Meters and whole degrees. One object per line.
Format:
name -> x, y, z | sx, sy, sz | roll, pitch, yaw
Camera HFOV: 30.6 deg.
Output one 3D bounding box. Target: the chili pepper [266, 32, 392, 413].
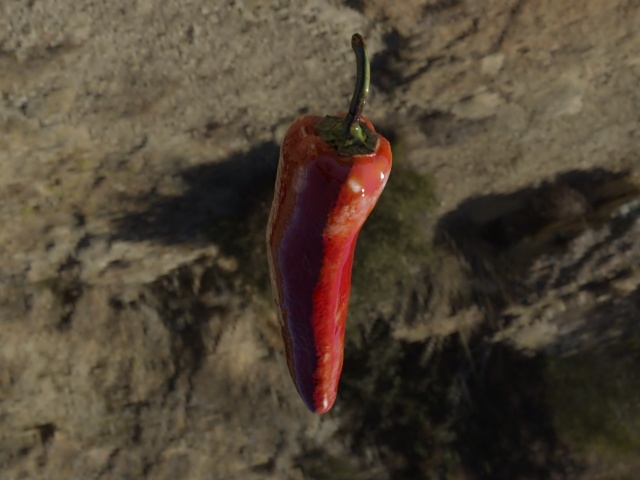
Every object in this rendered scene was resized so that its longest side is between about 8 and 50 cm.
chili pepper -> 0.000, 0.000, 0.700 | 0.063, 0.071, 0.272 | -9, 131, -21
